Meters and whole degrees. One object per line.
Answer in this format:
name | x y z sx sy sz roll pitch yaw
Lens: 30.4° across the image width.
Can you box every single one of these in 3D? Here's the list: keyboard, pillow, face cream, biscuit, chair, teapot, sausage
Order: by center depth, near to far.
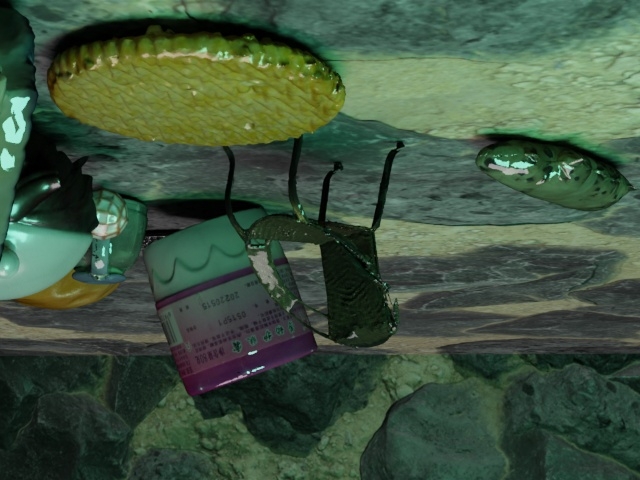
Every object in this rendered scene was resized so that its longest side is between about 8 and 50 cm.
biscuit | -0.102 -0.125 0.981 0.254 0.035 0.254 0 169 0
chair | 0.000 0.000 1.165 0.149 0.213 0.174 3 169 -37
pillow | 0.255 -0.064 1.202 0.093 0.051 0.241 -2 168 40
teapot | -0.257 0.000 1.426 0.111 0.108 0.149 8 167 -38
face cream | -0.114 0.076 1.462 0.175 0.195 0.175 -20 177 -1
sausage | -0.359 0.026 1.535 0.136 0.120 0.241 -19 162 18
keyboard | -0.167 -0.003 1.633 0.204 0.013 0.061 -2 169 12

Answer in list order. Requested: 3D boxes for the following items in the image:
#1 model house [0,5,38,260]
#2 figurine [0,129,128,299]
model house | -0.352 -0.086 0.812 0.298 0.243 0.284 24 -160 13
figurine | -0.341 -0.025 1.196 0.281 0.167 0.370 11 174 -24
